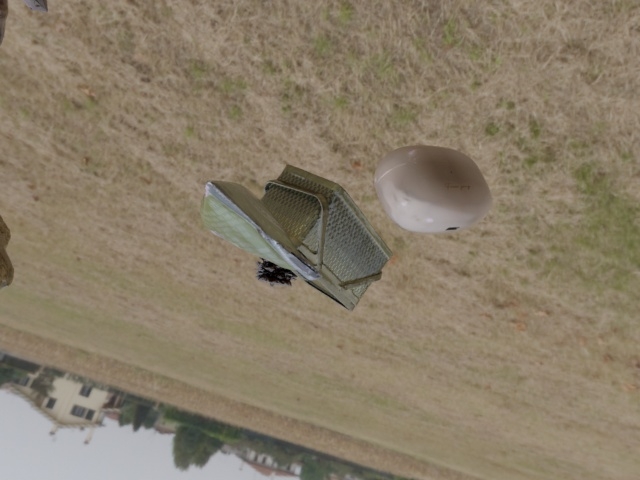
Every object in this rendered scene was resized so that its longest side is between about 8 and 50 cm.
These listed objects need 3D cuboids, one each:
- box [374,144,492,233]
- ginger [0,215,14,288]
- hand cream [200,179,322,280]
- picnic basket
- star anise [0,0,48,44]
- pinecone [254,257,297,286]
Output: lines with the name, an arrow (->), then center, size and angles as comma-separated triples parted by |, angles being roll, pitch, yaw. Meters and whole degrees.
box -> 0.177, -0.080, 0.756 | 0.200, 0.146, 0.088 | -2, 152, -32
ginger -> -0.413, 0.010, 0.543 | 0.074, 0.137, 0.214 | -20, 98, 32
hand cream -> -0.061, -0.018, 0.386 | 0.086, 0.055, 0.235 | 40, 174, -16
picnic basket -> 0.000, 0.000, 0.891 | 0.165, 0.139, 0.267 | 28, 167, 43
star anise -> -0.303, -0.318, 0.357 | 0.349, 0.109, 0.292 | -11, 133, 33
pinecone -> -0.130, 0.080, 1.457 | 0.140, 0.121, 0.140 | 4, 172, 1
